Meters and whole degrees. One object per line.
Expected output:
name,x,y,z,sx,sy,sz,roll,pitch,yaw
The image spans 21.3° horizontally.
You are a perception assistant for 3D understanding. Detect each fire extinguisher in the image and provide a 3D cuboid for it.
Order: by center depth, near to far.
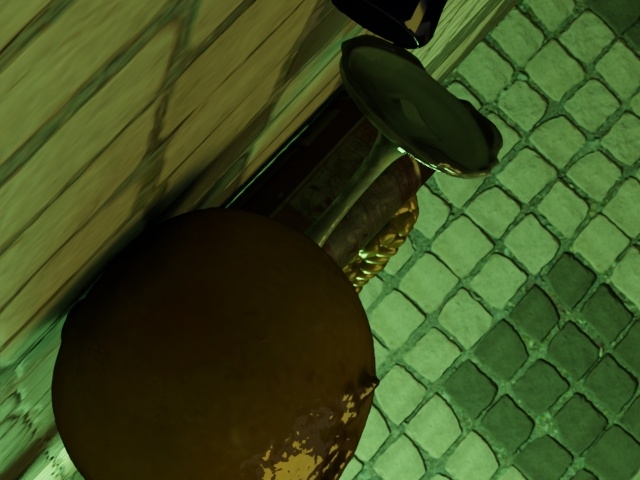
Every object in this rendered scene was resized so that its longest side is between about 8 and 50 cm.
fire extinguisher,-0.011,0.003,0.967,0.106,0.075,0.252,15,-128,45

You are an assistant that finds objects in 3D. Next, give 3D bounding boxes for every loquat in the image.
loquat,-0.041,0.056,0.704,0.141,0.141,0.141,-47,179,-1

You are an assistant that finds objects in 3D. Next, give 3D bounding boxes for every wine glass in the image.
wine glass,0.000,0.000,0.816,0.183,0.122,0.122,-49,178,26

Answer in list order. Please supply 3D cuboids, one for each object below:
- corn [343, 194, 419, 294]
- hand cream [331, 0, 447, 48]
corn,-0.034,0.029,1.173,0.291,0.101,0.101,-45,-179,45
hand cream,0.062,-0.130,0.515,0.163,0.039,0.062,-53,178,-7
